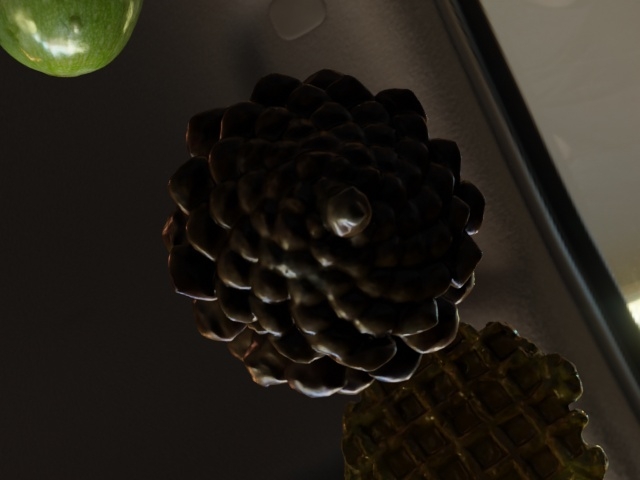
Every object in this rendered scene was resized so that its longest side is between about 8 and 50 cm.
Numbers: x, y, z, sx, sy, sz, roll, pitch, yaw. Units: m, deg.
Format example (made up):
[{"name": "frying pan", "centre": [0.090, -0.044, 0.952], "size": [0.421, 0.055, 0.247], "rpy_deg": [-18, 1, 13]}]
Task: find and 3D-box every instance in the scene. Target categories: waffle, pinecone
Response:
[{"name": "waffle", "centre": [0.180, 0.238, 0.834], "size": [0.068, 0.324, 0.302], "rpy_deg": [57, -137, -56]}, {"name": "pinecone", "centre": [-0.001, 0.010, 0.555], "size": [0.264, 0.264, 0.264], "rpy_deg": [3, -98, -23]}]

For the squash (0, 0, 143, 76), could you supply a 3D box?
[{"name": "squash", "centre": [-0.173, -0.293, 0.423], "size": [0.118, 0.118, 0.371], "rpy_deg": [-6, -71, -24]}]
